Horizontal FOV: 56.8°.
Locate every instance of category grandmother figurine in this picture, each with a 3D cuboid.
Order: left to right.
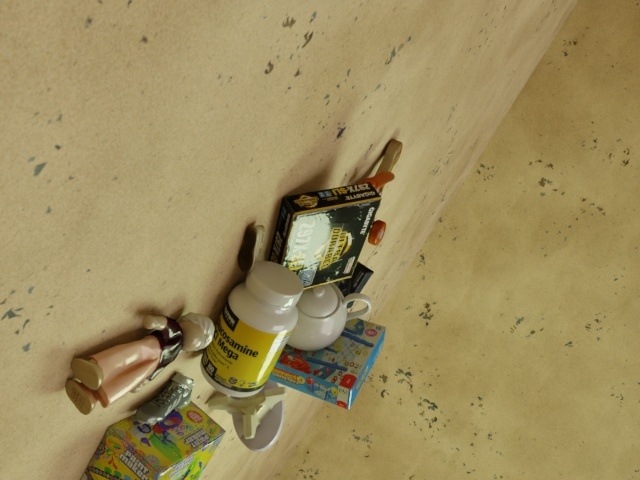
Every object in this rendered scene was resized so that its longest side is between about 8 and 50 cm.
[{"bbox_3d":[-0.353,0.239,1.231,0.342,0.104,0.207,-24,154,-55],"label":"grandmother figurine"}]

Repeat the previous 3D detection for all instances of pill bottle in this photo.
[{"bbox_3d":[-0.173,0.226,1.531,0.188,0.188,0.333,-24,144,-60],"label":"pill bottle"}]

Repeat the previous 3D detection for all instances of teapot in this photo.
[{"bbox_3d":[-0.020,0.193,1.758,0.256,0.252,0.187,-36,162,-36],"label":"teapot"}]

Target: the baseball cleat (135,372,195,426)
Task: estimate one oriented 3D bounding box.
[{"bbox_3d":[-0.389,0.391,1.492,0.206,0.072,0.109,-6,115,-74],"label":"baseball cleat"}]

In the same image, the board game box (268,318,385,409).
[{"bbox_3d":[0.009,0.342,1.838,0.308,0.302,0.086,-50,150,-52],"label":"board game box"}]

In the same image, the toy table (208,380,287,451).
[{"bbox_3d":[-0.222,0.529,1.928,0.252,0.274,0.160,-20,146,-3],"label":"toy table"}]

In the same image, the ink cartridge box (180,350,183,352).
[{"bbox_3d":[-0.329,0.240,1.407,0.048,0.028,0.083,-59,163,13],"label":"ink cartridge box"}]

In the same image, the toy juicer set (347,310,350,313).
[{"bbox_3d":[0.041,0.265,2.164,0.329,0.210,0.089,63,35,-72],"label":"toy juicer set"}]

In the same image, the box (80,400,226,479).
[{"bbox_3d":[-0.437,0.587,1.515,0.279,0.177,0.290,-59,162,13],"label":"box"}]

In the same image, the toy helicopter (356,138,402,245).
[{"bbox_3d":[0.169,-0.172,1.860,0.354,0.140,0.235,-64,161,-13],"label":"toy helicopter"}]

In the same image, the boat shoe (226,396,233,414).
[{"bbox_3d":[-0.247,0.522,2.099,0.226,0.083,0.076,-40,172,-9],"label":"boat shoe"}]

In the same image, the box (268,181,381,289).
[{"bbox_3d":[0.000,0.000,1.588,0.257,0.079,0.321,-11,141,-26],"label":"box"}]

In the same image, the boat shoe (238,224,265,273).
[{"bbox_3d":[-0.160,0.021,1.413,0.045,0.050,0.135,-27,148,-47],"label":"boat shoe"}]

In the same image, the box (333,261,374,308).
[{"bbox_3d":[0.073,0.132,2.060,0.155,0.158,0.093,-59,163,10],"label":"box"}]
